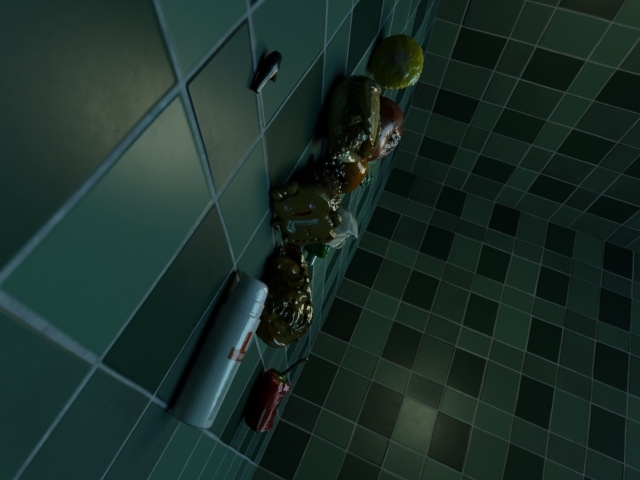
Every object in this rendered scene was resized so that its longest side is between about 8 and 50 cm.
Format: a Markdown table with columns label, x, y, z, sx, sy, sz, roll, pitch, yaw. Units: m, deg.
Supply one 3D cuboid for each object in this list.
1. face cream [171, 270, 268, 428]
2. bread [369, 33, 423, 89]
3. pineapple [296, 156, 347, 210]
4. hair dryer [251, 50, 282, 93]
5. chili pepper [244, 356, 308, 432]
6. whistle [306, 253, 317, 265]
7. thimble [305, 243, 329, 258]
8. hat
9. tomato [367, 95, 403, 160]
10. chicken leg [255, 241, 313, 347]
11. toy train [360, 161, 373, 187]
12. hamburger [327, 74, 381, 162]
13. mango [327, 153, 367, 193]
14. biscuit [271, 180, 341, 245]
| label | x | y | z | sx | sy | sz | roll | pitch | yaw |
| --- | --- | --- | --- | --- | --- | --- | --- | --- | --- |
| face cream | -0.218 | 0.243 | 0.965 | 0.102 | 0.101 | 0.346 | 69 | 45 | -75 |
| bread | 0.275 | -0.637 | 1.527 | 0.170 | 0.197 | 0.197 | -51 | 161 | -79 |
| pineapple | 0.004 | -0.162 | 1.244 | 0.310 | 0.141 | 0.170 | -67 | 172 | -55 |
| hair dryer | -0.093 | -0.291 | 0.755 | 0.079 | 0.031 | 0.083 | -58 | 178 | 0 |
| chili pepper | -0.197 | 0.598 | 1.712 | 0.134 | 0.131 | 0.338 | 19 | 96 | -55 |
| whistle | -0.011 | 0.021 | 1.764 | 0.039 | 0.039 | 0.186 | 83 | 30 | -69 |
| thimble | 0.000 | 0.000 | 1.630 | 0.118 | 0.090 | 0.130 | -39 | 149 | -73 |
| hat | -0.009 | -0.059 | 1.320 | 0.226 | 0.219 | 0.164 | 9 | 87 | -62 |
| tomato | 0.182 | -0.400 | 1.491 | 0.232 | 0.188 | 0.232 | -44 | 153 | -29 |
| chicken leg | -0.091 | 0.135 | 1.305 | 0.409 | 0.181 | 0.295 | -47 | 140 | -74 |
| toy train | 0.154 | -0.304 | 1.708 | 0.326 | 0.129 | 0.159 | -33 | 140 | -73 |
| hamburger | 0.106 | -0.347 | 1.240 | 0.243 | 0.146 | 0.286 | 61 | 35 | -58 |
| mango | 0.077 | -0.232 | 1.434 | 0.217 | 0.141 | 0.102 | -49 | -160 | 55 |
| biscuit | -0.040 | -0.062 | 1.084 | 0.249 | 0.184 | 0.035 | 78 | 10 | -54 |
